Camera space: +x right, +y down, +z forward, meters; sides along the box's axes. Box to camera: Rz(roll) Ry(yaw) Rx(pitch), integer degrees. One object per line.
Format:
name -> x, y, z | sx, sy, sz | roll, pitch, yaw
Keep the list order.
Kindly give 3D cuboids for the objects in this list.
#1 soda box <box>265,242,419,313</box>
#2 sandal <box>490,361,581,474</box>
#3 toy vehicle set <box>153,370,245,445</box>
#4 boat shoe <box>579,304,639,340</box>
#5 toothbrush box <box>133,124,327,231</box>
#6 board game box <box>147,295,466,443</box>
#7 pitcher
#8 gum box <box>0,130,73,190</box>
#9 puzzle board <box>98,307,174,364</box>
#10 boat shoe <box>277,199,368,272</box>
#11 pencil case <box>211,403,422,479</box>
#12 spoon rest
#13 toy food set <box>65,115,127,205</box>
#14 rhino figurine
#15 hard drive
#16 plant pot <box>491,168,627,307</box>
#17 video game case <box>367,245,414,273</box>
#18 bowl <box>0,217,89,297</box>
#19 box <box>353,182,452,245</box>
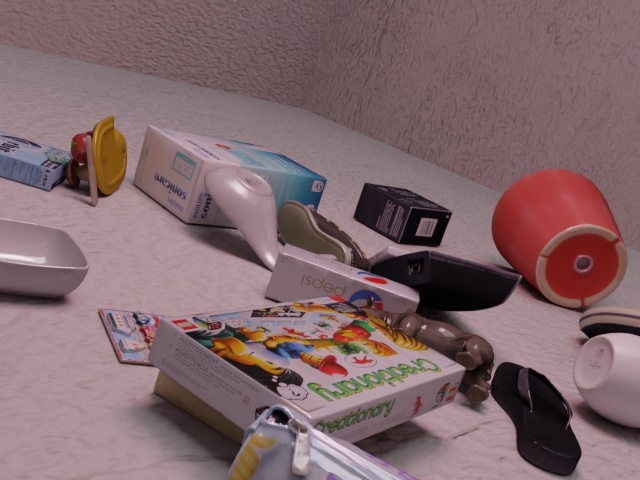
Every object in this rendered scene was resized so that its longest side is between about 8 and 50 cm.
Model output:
soda box -> 0.034, 0.078, 1.216 | 0.216, 0.074, 0.069 | 19, 13, 2
sandal -> 0.285, 0.213, 1.059 | 0.097, 0.055, 0.254 | 18, 14, -4
toy vehicle set -> -0.032, 0.157, 0.903 | 0.166, 0.035, 0.267 | 25, 15, 25
boat shoe -> 0.595, 0.200, 1.332 | 0.186, 0.156, 0.500 | 10, 1, -23
toothbrush box -> -0.174, -0.114, 1.587 | 0.295, 0.126, 0.216 | 4, 20, -41
board game box -> -0.001, 0.130, 0.857 | 0.193, 0.053, 0.305 | 28, 16, 31
pitcher -> 0.457, 0.211, 1.198 | 0.207, 0.126, 0.177 | 25, -9, -18
gum box -> -0.529, -0.145, 1.417 | 0.184, 0.041, 0.157 | 18, 13, -7
puzzle board -> -0.192, 0.108, 0.936 | 0.096, 0.011, 0.128 | 11, 15, -29
boat shoe -> 0.000, 0.000, 1.476 | 0.068, 0.081, 0.228 | 10, 23, -40
pencil case -> 0.057, 0.220, 0.594 | 0.273, 0.124, 0.113 | 24, 14, 16
spoon rest -> -0.093, -0.028, 1.362 | 0.276, 0.084, 0.137 | 46, 25, 28
toy food set -> -0.402, -0.145, 1.445 | 0.071, 0.128, 0.218 | -2, 18, 4
rhino figurine -> 0.123, 0.135, 1.118 | 0.243, 0.073, 0.106 | 21, 18, 16
hard drive -> 0.188, 0.069, 1.315 | 0.172, 0.054, 0.254 | 15, -11, -14
plant pot -> 0.537, 0.006, 1.815 | 0.274, 0.275, 0.243 | 16, 22, -9
video game case -> 0.160, 0.053, 1.440 | 0.157, 0.019, 0.143 | 16, -19, -15
bowl -> -0.354, 0.023, 0.969 | 0.142, 0.053, 0.142 | 9, 16, -34
box -> 0.190, -0.060, 1.915 | 0.156, 0.093, 0.158 | 4, 21, -45
